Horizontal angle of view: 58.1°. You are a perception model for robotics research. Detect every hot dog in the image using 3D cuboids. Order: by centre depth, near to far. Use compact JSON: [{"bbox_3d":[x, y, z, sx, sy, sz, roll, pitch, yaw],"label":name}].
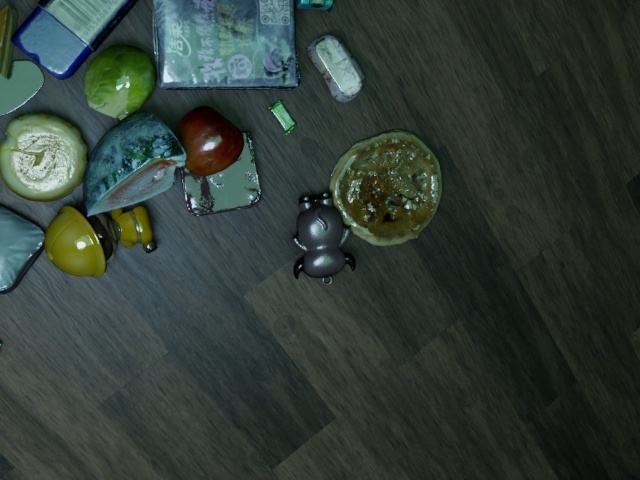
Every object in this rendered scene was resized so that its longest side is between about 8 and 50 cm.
[{"bbox_3d":[0.047,-0.475,1.582,0.108,0.059,0.191,-35,106,-6],"label":"hot dog"}]

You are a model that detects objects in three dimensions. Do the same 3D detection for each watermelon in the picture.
[{"bbox_3d":[-0.438,-0.155,1.375,0.289,0.320,0.213,-56,139,-12],"label":"watermelon"}]

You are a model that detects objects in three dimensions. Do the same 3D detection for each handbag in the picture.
[{"bbox_3d":[-0.837,-0.025,1.358,0.332,0.075,0.191,35,68,-19],"label":"handbag"},{"bbox_3d":[-0.270,-0.182,1.529,0.203,0.074,0.216,-13,101,-14],"label":"handbag"}]

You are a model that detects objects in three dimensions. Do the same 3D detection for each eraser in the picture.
[{"bbox_3d":[-0.559,-0.543,1.363,0.155,0.101,0.332,40,88,-21],"label":"eraser"}]

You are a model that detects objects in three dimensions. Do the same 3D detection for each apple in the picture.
[{"bbox_3d":[-0.279,-0.236,1.409,0.158,0.147,0.156,-50,128,-3],"label":"apple"}]

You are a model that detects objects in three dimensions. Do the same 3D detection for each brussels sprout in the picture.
[{"bbox_3d":[-0.480,-0.384,1.389,0.162,0.144,0.180,15,93,-3],"label":"brussels sprout"}]

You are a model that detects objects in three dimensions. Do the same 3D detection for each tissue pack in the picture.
[{"bbox_3d":[-0.238,-0.512,1.460,0.361,0.122,0.259,-5,99,-14],"label":"tissue pack"}]

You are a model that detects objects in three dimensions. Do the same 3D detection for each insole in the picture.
[{"bbox_3d":[-0.817,-0.336,1.369,0.328,0.007,0.111,-27,105,-11],"label":"insole"}]

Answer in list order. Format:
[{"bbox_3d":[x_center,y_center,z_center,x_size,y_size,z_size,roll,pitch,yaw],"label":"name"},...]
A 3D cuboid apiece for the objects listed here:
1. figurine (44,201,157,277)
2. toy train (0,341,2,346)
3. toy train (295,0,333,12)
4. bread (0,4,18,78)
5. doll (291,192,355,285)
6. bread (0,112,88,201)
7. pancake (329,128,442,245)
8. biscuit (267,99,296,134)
[{"bbox_3d":[-0.546,-0.012,1.426,0.257,0.167,0.192,-22,94,-14],"label":"figurine"},{"bbox_3d":[-0.839,0.209,1.381,0.101,0.159,0.248,-8,100,-21],"label":"toy train"},{"bbox_3d":[-0.011,-0.693,1.469,0.112,0.163,0.203,-1,98,-15],"label":"toy train"},{"bbox_3d":[-0.727,-0.461,1.335,0.084,0.074,0.139,41,84,-10],"label":"bread"},{"bbox_3d":[0.000,-0.001,1.618,0.182,0.117,0.257,-10,100,-4],"label":"doll"},{"bbox_3d":[-0.664,-0.199,1.388,0.213,0.105,0.213,-2,97,-19],"label":"bread"},{"bbox_3d":[0.204,-0.152,1.683,0.356,0.065,0.356,-2,97,-18],"label":"pancake"},{"bbox_3d":[-0.102,-0.338,1.582,0.046,0.016,0.089,-37,107,-6],"label":"biscuit"}]
